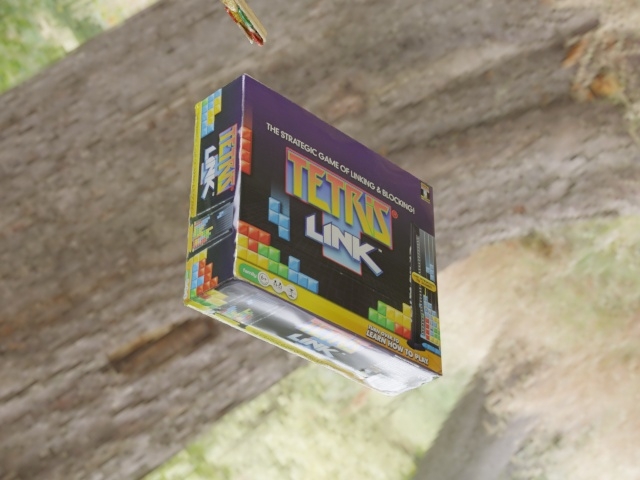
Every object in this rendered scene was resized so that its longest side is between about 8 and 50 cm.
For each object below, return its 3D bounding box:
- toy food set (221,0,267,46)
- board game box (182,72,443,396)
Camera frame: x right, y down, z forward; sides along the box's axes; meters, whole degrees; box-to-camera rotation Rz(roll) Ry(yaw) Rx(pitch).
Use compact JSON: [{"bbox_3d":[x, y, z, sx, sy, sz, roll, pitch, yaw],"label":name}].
[{"bbox_3d":[-0.081,-0.230,1.354,0.082,0.020,0.083,53,-179,-6],"label":"toy food set"},{"bbox_3d":[0.000,0.000,0.808,0.048,0.141,0.170,-27,140,38],"label":"board game box"}]
